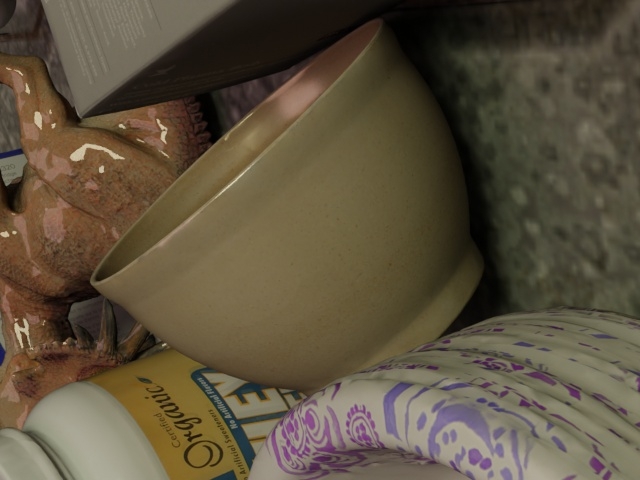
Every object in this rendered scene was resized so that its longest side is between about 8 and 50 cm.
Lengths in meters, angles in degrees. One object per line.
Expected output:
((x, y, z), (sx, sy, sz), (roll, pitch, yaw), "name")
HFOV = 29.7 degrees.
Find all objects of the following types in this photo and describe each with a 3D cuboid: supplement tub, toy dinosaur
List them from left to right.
((-0.125, -0.014, 0.705), (0.200, 0.127, 0.295), (47, 124, 16), "toy dinosaur")
((-0.057, 0.122, 0.586), (0.144, 0.200, 0.144), (29, 128, 46), "supplement tub")

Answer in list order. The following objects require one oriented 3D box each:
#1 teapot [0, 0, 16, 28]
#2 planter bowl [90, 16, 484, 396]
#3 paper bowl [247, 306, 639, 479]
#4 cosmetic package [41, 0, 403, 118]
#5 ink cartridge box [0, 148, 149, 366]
((-0.159, -0.218, 0.601), (0.252, 0.187, 0.256), (-61, 29, 10), "teapot")
((0.000, 0.000, 0.509), (0.109, 0.162, 0.162), (47, 148, -11), "planter bowl")
((0.106, 0.161, 0.417), (0.284, 0.148, 0.284), (28, 127, 46), "paper bowl")
((-0.016, -0.134, 0.476), (0.238, 0.127, 0.107), (-13, 94, 58), "cosmetic package")
((-0.199, 0.097, 0.801), (0.371, 0.176, 0.069), (53, 143, 26), "ink cartridge box")
